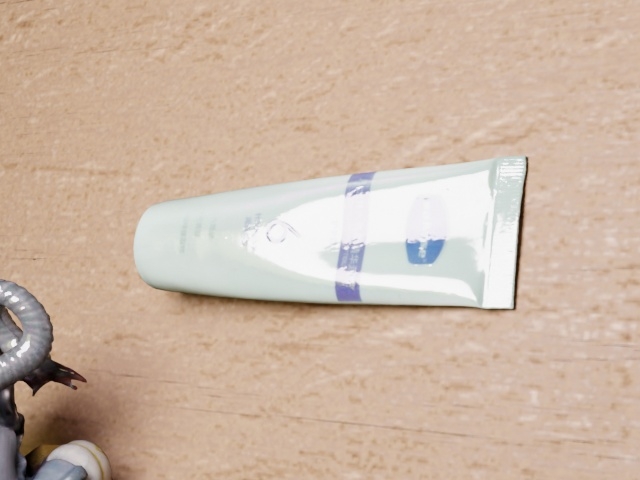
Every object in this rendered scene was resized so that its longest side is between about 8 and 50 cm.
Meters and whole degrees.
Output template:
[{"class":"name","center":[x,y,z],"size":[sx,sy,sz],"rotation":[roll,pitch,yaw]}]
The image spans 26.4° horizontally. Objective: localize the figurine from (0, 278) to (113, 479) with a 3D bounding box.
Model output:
[{"class":"figurine","center":[-0.218,0.247,0.996],"size":[0.261,0.186,0.382],"rotation":[-40,57,27]}]

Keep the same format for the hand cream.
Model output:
[{"class":"hand cream","center":[0.000,0.000,1.009],"size":[0.321,0.067,0.109],"rotation":[-2,71,30]}]
